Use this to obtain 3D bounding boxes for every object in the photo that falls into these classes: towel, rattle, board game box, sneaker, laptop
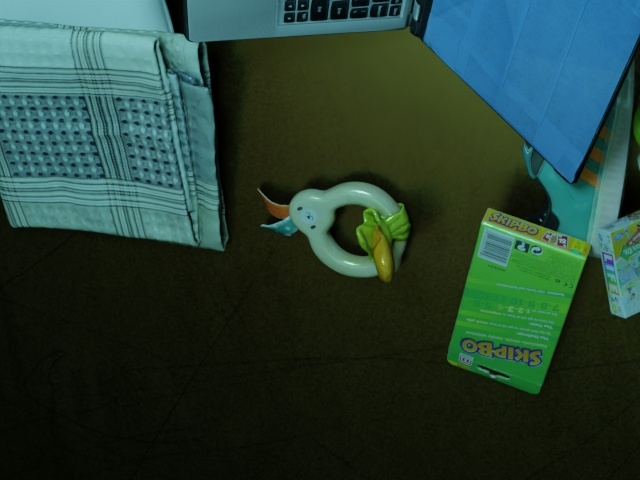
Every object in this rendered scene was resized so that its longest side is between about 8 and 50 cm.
[{"bbox_3d":[-0.277,-0.126,1.768,0.324,0.056,0.312,6,125,15],"label":"towel"},{"bbox_3d":[0.000,0.000,1.714,0.200,0.142,0.130,17,136,5],"label":"rattle"},{"bbox_3d":[0.229,0.079,1.682,0.124,0.039,0.259,20,136,11],"label":"board game box"},{"bbox_3d":[0.284,-0.121,1.573,0.121,0.108,0.302,9,115,13],"label":"sneaker"},{"bbox_3d":[0.383,0.010,1.583,0.026,0.154,0.103,23,131,60],"label":"board game box"},{"bbox_3d":[0.072,-0.229,1.399,0.408,0.236,0.382,-4,154,-6],"label":"laptop"}]

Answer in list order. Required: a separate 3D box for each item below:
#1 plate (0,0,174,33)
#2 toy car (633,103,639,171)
[{"bbox_3d":[-0.319,-0.345,1.726,0.278,0.045,0.277,-4,111,21],"label":"plate"},{"bbox_3d":[0.424,-0.119,1.487,0.182,0.136,0.159,-4,115,-14],"label":"toy car"}]
